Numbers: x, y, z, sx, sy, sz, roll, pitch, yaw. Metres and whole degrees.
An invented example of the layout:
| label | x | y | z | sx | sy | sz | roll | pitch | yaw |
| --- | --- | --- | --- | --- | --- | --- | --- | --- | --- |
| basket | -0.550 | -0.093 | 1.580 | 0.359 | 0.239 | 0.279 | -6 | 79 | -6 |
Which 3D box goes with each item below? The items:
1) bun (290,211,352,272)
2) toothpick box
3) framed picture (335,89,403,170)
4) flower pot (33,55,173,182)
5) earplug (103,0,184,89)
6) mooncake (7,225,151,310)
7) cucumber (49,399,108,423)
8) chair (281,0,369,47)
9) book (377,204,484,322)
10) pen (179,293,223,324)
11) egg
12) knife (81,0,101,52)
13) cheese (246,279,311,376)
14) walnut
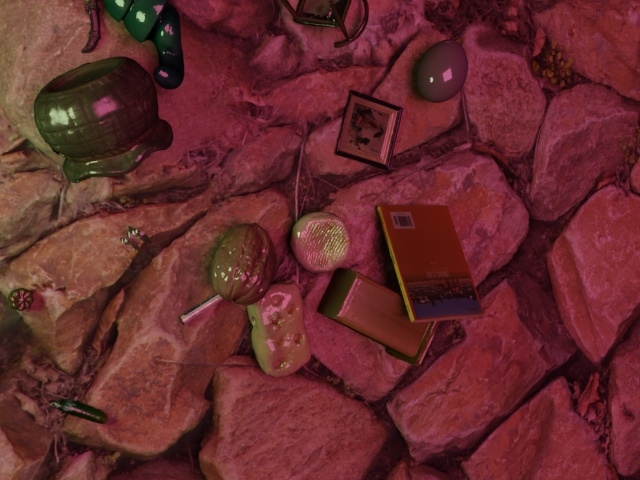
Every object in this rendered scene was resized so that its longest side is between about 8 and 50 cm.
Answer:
| label | x | y | z | sx | sy | sz | roll | pitch | yaw |
| --- | --- | --- | --- | --- | --- | --- | --- | --- | --- |
| bun | 0.000 | 0.000 | 1.949 | 0.183 | 0.102 | 0.183 | -3 | 108 | -11 |
| toothpick box | 0.169 | 0.215 | 2.023 | 0.308 | 0.190 | 0.187 | 29 | 83 | -22 |
| framed picture | 0.145 | -0.323 | 2.034 | 0.195 | 0.010 | 0.199 | 13 | 90 | -27 |
| flower pot | -0.500 | -0.285 | 1.577 | 0.302 | 0.302 | 0.213 | -31 | 122 | -20 |
| earplug | -0.413 | -0.508 | 1.631 | 0.280 | 0.164 | 0.257 | 36 | 67 | -20 |
| mooncake | -0.591 | 0.069 | 1.691 | 0.347 | 0.057 | 0.150 | -45 | 126 | -9 |
| cucumber | -0.602 | 0.429 | 1.732 | 0.155 | 0.037 | 0.037 | 28 | 83 | -27 |
| chair | 0.020 | -0.659 | 1.858 | 0.272 | 0.166 | 0.188 | 26 | 81 | -70 |
| book | 0.327 | 0.060 | 2.048 | 0.262 | 0.028 | 0.374 | 0 | 63 | -30 |
| pen | -0.291 | 0.163 | 1.864 | 0.204 | 0.025 | 0.025 | -34 | 110 | -20 |
| egg | 0.364 | -0.504 | 2.047 | 0.146 | 0.146 | 0.199 | 34 | 74 | -26 |
| knife | -0.546 | -0.560 | 1.650 | 0.045 | 0.021 | 0.222 | 1 | 96 | -24 |
| cheese | -0.114 | 0.249 | 1.927 | 0.159 | 0.093 | 0.263 | -13 | 102 | -24 |
| walnut | -0.199 | 0.058 | 1.821 | 0.178 | 0.178 | 0.230 | 23 | 67 | -27 |
